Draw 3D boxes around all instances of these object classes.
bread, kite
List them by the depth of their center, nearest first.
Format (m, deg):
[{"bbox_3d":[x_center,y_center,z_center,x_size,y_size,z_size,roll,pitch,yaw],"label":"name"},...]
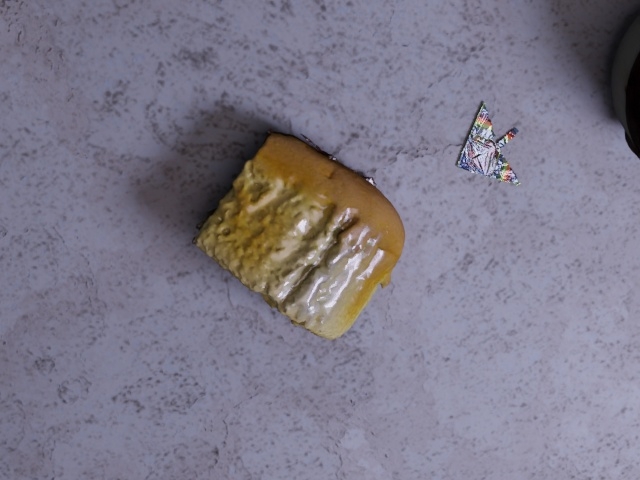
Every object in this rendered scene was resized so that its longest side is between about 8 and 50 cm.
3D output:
[{"bbox_3d":[0.000,0.000,1.687,0.262,0.162,0.204,35,89,-33],"label":"bread"},{"bbox_3d":[0.213,-0.112,1.766,0.090,0.004,0.122,-32,112,1],"label":"kite"}]

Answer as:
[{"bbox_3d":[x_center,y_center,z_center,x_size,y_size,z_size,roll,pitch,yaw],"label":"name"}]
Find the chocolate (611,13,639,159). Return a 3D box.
[{"bbox_3d":[0.472,-0.180,1.694,0.283,0.186,0.284,-3,102,-15],"label":"chocolate"}]
